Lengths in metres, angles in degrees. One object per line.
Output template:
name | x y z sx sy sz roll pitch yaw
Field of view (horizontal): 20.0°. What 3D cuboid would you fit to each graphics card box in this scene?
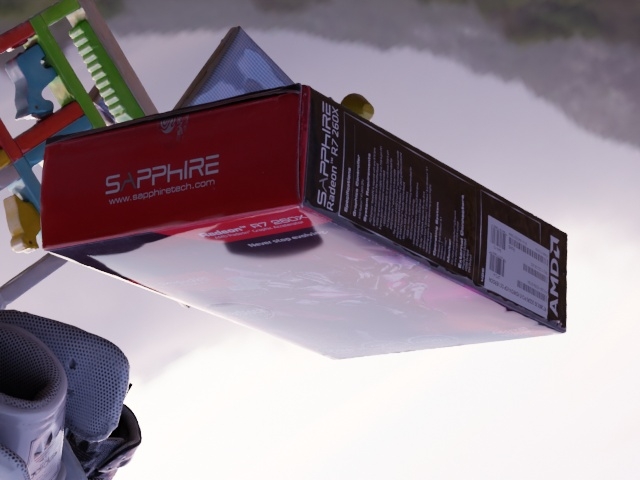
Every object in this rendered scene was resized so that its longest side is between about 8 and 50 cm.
graphics card box | 0.000 0.000 1.355 0.233 0.094 0.371 -9 160 33

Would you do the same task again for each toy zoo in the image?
toy zoo | -0.254 -0.066 1.508 0.030 0.192 0.293 -18 -164 49

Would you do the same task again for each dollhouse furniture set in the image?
dollhouse furniture set | -0.081 -0.114 1.892 0.198 0.286 0.303 0 -130 53

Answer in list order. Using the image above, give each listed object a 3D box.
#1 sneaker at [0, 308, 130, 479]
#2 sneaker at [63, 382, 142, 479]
sneaker | -0.157 0.181 0.984 0.210 0.366 0.137 -45 -179 35
sneaker | -0.262 0.245 1.788 0.153 0.101 0.268 -55 -175 43
